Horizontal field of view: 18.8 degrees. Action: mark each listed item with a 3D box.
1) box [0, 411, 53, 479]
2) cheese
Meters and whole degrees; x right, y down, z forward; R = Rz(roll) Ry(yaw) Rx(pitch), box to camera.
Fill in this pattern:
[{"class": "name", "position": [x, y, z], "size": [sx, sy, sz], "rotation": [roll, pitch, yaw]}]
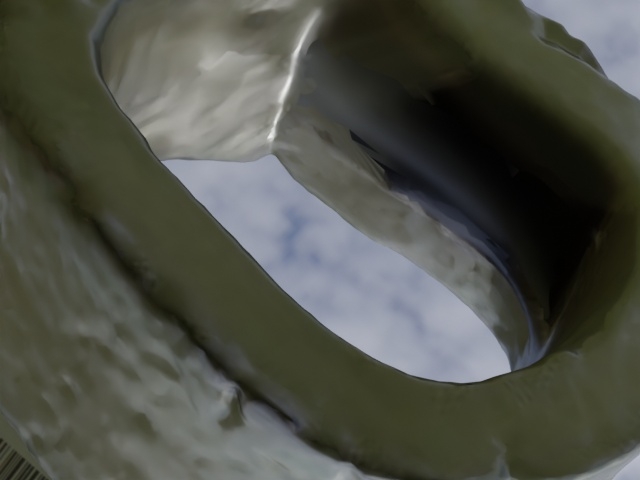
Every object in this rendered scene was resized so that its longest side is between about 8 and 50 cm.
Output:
[{"class": "box", "position": [-0.202, 0.084, 1.290], "size": [0.260, 0.111, 0.194], "rotation": [40, -87, 19]}, {"class": "cheese", "position": [0.001, 0.000, 0.854], "size": [0.292, 0.332, 0.153], "rotation": [-39, 167, -41]}]
